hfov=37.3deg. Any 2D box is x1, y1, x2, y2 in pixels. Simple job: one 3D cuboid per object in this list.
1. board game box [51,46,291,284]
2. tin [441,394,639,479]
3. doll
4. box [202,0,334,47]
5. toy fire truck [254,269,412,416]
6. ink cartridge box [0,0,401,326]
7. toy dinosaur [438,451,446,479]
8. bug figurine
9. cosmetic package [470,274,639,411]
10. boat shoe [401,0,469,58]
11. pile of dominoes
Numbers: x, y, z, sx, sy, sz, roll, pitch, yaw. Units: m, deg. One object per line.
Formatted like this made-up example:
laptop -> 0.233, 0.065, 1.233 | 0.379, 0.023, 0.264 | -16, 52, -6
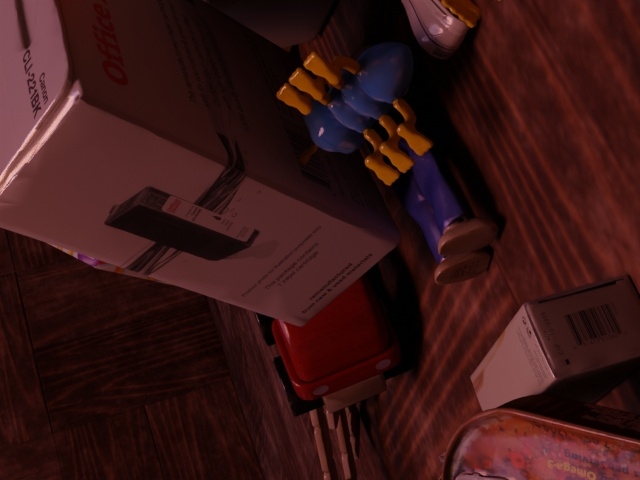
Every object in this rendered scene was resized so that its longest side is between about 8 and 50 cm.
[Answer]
board game box -> -0.156, -0.105, 0.954 | 0.142, 0.144, 0.275 | 18, 92, 49
tin -> 0.134, 0.128, 0.409 | 0.189, 0.040, 0.106 | 7, 102, 48
doll -> 0.059, -0.061, 0.652 | 0.129, 0.046, 0.189 | 87, 162, -59
box -> -0.049, -0.256, 0.712 | 0.311, 0.121, 0.148 | 137, 116, -76
toy fire truck -> 0.000, 0.000, 0.822 | 0.246, 0.158, 0.217 | 74, 173, -55
ink cartridge box -> -0.098, -0.076, 0.649 | 0.272, 0.114, 0.197 | 24, -147, -43
toy dinosaur -> 0.128, 0.229, 0.508 | 0.322, 0.164, 0.219 | -63, -23, -77
bug figurine -> -0.020, -0.165, 0.510 | 0.216, 0.279, 0.072 | -38, 19, 40
cosmetic package -> 0.123, 0.064, 0.496 | 0.115, 0.060, 0.041 | 104, 150, -63
boat shoe -> 0.063, -0.156, 0.564 | 0.035, 0.035, 0.100 | -48, 50, 43
pile of dominoes -> 0.002, 0.178, 1.021 | 0.196, 0.040, 0.251 | -75, -21, -59
